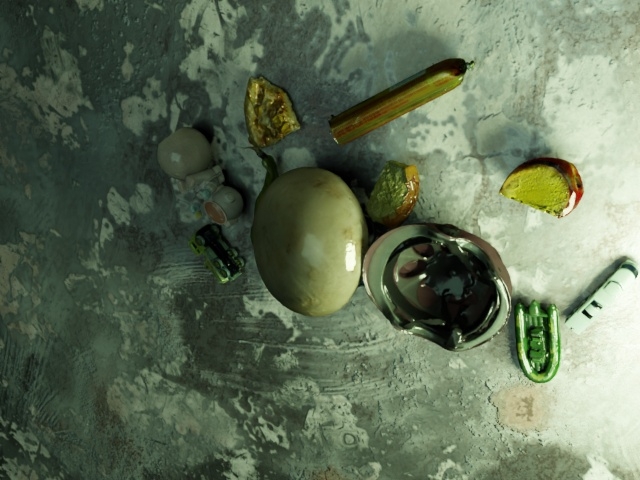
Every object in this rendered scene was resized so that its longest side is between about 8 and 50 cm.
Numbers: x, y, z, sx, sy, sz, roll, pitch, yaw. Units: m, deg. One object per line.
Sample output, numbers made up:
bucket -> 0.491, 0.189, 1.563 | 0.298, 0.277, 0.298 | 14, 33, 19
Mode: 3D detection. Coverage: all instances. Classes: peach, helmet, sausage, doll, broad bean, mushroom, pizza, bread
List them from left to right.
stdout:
doll -> -0.308, -0.162, 1.977 | 0.151, 0.151, 0.287 | -32, 99, 35
broad bean -> -0.149, -0.101, 1.945 | 0.098, 0.056, 0.317 | 2, 118, 14
pizza -> -0.122, -0.302, 1.854 | 0.161, 0.062, 0.182 | 20, 117, 20
mushroom -> 0.000, 0.000, 1.804 | 0.362, 0.295, 0.362 | 22, 116, 57
bread -> 0.177, -0.105, 1.728 | 0.086, 0.125, 0.156 | 25, 97, 29
sausage -> 0.179, -0.319, 1.669 | 0.372, 0.082, 0.082 | -22, 98, 33
helmet -> 0.278, 0.082, 1.697 | 0.338, 0.197, 0.270 | 27, 115, 13
peach -> 0.472, -0.113, 1.578 | 0.172, 0.092, 0.127 | -2, 104, 42

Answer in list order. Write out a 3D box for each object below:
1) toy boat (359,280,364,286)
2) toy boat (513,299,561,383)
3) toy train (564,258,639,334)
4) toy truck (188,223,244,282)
toy boat -> 0.017, 0.113, 1.946 | 0.229, 0.080, 0.045 | -12, 69, 36
toy boat -> 0.502, 0.233, 1.724 | 0.104, 0.052, 0.210 | 1, 109, 26
toy train -> 0.613, 0.122, 1.620 | 0.043, 0.047, 0.207 | 39, 125, 9
toy truck -> -0.296, 0.045, 2.087 | 0.169, 0.077, 0.100 | 51, 138, -2
